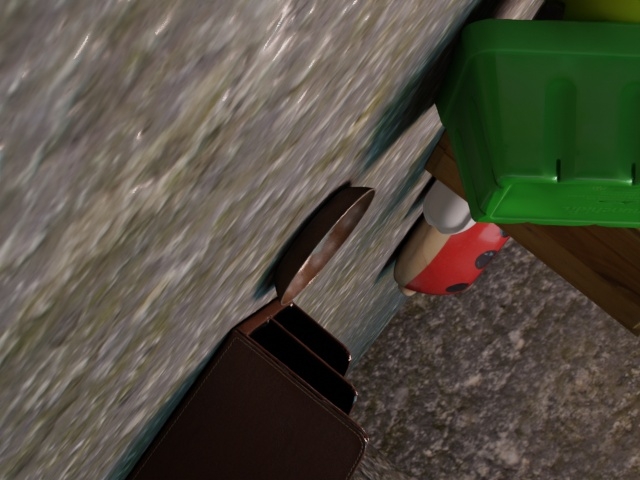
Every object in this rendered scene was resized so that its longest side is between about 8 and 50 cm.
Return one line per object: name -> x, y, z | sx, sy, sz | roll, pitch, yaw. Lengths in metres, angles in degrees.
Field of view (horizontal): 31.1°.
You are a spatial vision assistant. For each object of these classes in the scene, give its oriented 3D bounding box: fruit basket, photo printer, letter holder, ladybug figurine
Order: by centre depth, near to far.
fruit basket -> 0.326, -0.214, 1.301 | 0.392, 0.392, 0.283 | -49, 172, -14
letter holder -> -0.071, 0.259, 1.397 | 0.302, 0.214, 0.152 | -55, 171, 22
photo printer -> 0.306, -0.156, 2.004 | 0.256, 0.107, 0.307 | -42, 168, -47
ladybug figurine -> 0.319, -0.050, 2.355 | 0.449, 0.162, 0.305 | -54, 172, 19

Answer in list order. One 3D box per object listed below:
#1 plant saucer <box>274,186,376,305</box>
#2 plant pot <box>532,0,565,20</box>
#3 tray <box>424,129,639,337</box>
plant saucer -> 0.000, 0.000, 1.295 | 0.168, 0.029, 0.168 | -49, 171, -10
plant pot -> 0.407, -0.297, 1.720 | 0.187, 0.167, 0.188 | -44, 168, -45
tray -> 0.355, -0.047, 1.671 | 0.076, 0.411, 0.203 | -48, 171, -29
